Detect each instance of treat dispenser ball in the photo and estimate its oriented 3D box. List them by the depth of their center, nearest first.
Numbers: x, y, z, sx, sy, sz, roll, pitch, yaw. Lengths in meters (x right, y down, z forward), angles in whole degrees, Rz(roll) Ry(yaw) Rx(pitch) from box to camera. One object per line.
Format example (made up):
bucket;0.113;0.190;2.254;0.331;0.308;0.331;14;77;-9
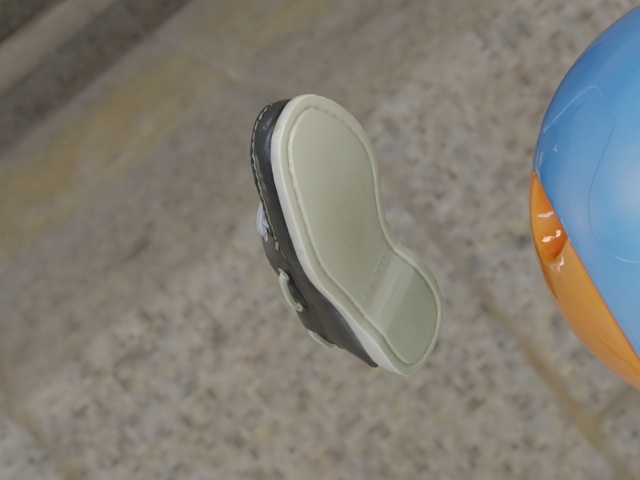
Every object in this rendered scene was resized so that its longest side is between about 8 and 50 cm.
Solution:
treat dispenser ball;0.277;-0.027;1.279;0.288;0.288;0.288;50;176;4

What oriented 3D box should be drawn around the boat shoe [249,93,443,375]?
boat shoe;0.000;0.000;1.483;0.091;0.114;0.302;13;146;32
